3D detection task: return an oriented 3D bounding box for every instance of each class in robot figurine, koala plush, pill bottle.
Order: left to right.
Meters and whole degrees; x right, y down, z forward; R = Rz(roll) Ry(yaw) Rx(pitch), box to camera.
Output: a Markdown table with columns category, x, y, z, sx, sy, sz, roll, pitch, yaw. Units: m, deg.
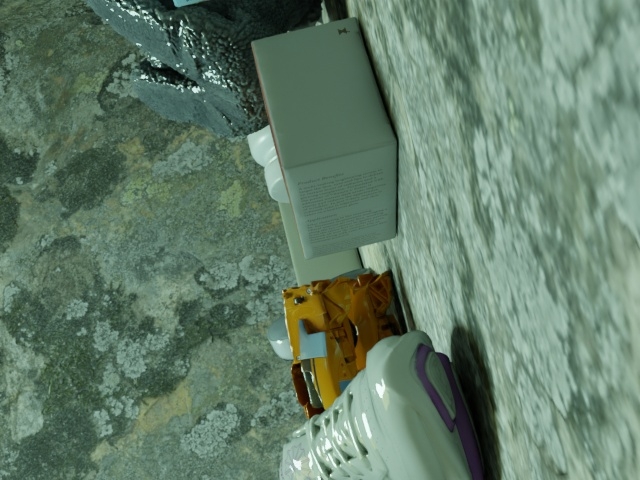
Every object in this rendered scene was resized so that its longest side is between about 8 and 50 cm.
| category | x | y | z | sx | sy | sz | roll | pitch | yaw |
| --- | --- | --- | --- | --- | --- | --- | --- | --- | --- |
| koala plush | -0.076 | -0.235 | 0.808 | 0.203 | 0.221 | 0.196 | 27 | 156 | 26 |
| pill bottle | -0.053 | -0.181 | 1.262 | 0.131 | 0.131 | 0.229 | 80 | 176 | -66 |
| robot figurine | 0.049 | 0.181 | 0.833 | 0.211 | 0.085 | 0.291 | -4 | -102 | -60 |

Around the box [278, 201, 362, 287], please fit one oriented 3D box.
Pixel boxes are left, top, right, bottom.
| category | x | y | z | sx | sy | sz | roll | pitch | yaw |
| --- | --- | --- | --- | --- | --- | --- | --- | --- | --- |
| box | 0.000 | 0.000 | 1.359 | 0.094 | 0.113 | 0.275 | 78 | 179 | -56 |

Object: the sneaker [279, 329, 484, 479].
| category | x | y | z | sx | sy | sz | roll | pitch | yaw |
| --- | --- | --- | --- | --- | --- | --- | --- | --- | --- |
| sneaker | 0.039 | 0.168 | 0.615 | 0.305 | 0.152 | 0.114 | 81 | 177 | -59 |

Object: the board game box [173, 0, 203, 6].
| category | x | y | z | sx | sy | sz | roll | pitch | yaw |
| --- | --- | --- | --- | --- | --- | --- | --- | --- | --- |
| board game box | -0.070 | -0.310 | 0.533 | 0.275 | 0.142 | 0.144 | 81 | 175 | -70 |

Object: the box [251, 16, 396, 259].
| category | x | y | z | sx | sy | sz | roll | pitch | yaw |
| --- | --- | --- | --- | --- | --- | --- | --- | --- | --- |
| box | 0.007 | -0.082 | 0.700 | 0.170 | 0.091 | 0.130 | 79 | 177 | -63 |

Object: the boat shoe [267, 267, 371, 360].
| category | x | y | z | sx | sy | sz | roll | pitch | yaw |
| --- | --- | --- | --- | --- | --- | --- | --- | --- | --- |
| boat shoe | 0.020 | 0.117 | 1.034 | 0.306 | 0.113 | 0.105 | -36 | -75 | -78 |
